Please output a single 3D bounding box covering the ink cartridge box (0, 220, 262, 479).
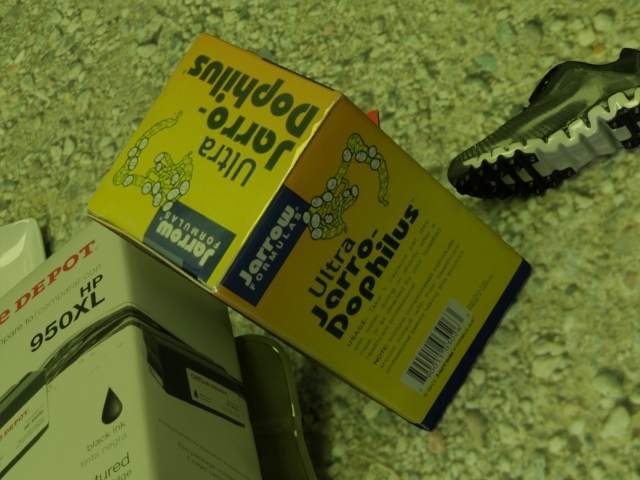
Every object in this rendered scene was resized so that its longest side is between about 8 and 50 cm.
[{"bbox_3d":[-0.217,0.203,1.368,0.285,0.166,0.395,-37,37,16],"label":"ink cartridge box"}]

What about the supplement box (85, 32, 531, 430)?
[{"bbox_3d":[0.000,0.000,1.378,0.194,0.356,0.195,28,84,42],"label":"supplement box"}]

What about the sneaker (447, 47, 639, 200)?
[{"bbox_3d":[0.230,-0.117,1.469,0.234,0.078,0.106,-23,51,20],"label":"sneaker"}]

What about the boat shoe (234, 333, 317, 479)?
[{"bbox_3d":[-0.059,0.247,1.455,0.113,0.103,0.302,3,60,-9],"label":"boat shoe"}]

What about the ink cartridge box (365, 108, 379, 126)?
[{"bbox_3d":[0.034,-0.091,1.625,0.063,0.029,0.115,-21,55,26],"label":"ink cartridge box"}]

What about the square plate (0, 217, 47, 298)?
[{"bbox_3d":[-0.461,0.158,1.764,0.344,0.049,0.347,-20,50,-2],"label":"square plate"}]
